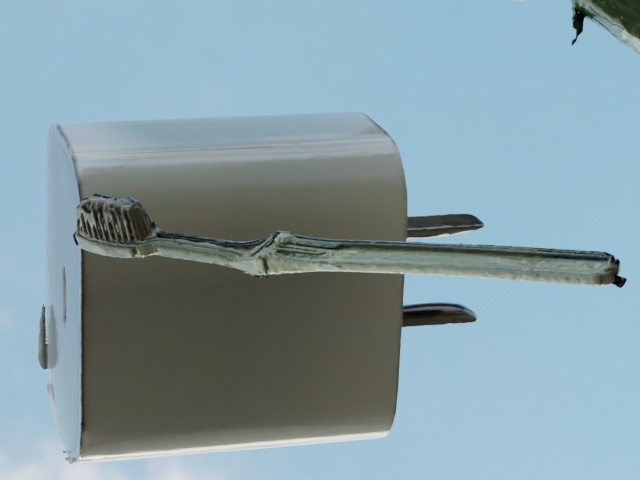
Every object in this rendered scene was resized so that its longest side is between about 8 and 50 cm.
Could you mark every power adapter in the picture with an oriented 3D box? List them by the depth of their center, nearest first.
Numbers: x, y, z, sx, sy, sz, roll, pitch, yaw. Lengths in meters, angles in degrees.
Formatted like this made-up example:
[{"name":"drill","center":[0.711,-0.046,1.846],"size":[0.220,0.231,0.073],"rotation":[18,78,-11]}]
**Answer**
[{"name":"power adapter","center":[-0.028,0.024,1.137],"size":[0.255,0.124,0.187],"rotation":[-2,-70,-16]}]

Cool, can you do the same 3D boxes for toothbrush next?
[{"name":"toothbrush","center":[0.002,0.005,0.881],"size":[0.026,0.294,0.028],"rotation":[-46,-47,-43]}]

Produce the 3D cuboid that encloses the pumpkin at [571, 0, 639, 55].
[{"name":"pumpkin","center":[0.222,-0.103,0.867],"size":[0.248,0.248,0.248],"rotation":[-16,-62,-32]}]
